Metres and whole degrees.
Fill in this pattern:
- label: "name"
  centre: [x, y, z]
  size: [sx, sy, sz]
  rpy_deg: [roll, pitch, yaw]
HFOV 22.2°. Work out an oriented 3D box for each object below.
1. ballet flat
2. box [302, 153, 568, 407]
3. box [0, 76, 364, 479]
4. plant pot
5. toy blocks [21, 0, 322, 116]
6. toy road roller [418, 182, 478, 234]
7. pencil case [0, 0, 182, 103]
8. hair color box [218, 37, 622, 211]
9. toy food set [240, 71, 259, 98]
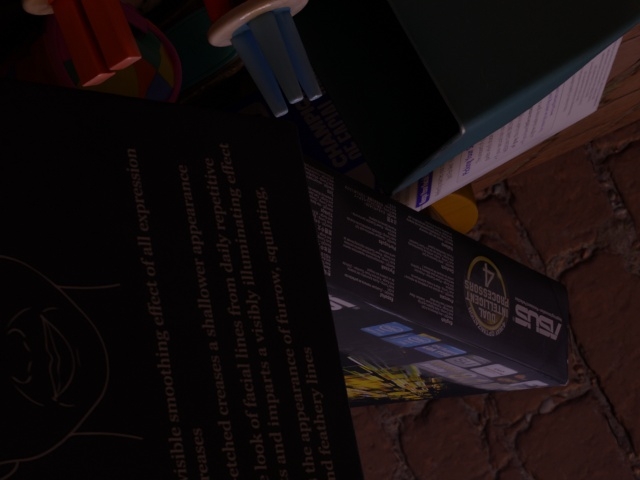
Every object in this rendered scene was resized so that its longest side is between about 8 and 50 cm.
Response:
- label: "ballet flat"
  centre: [-0.122, -0.104, 1.093]
  size: [0.206, 0.073, 0.067]
  rpy_deg: [-23, -170, 21]
- label: "box"
  centre: [-0.044, 0.045, 1.232]
  size: [0.318, 0.097, 0.395]
  rpy_deg: [-13, 157, 35]
- label: "box"
  centre: [-0.197, 0.088, 0.814]
  size: [0.395, 0.294, 0.212]
  rpy_deg: [6, 155, -40]
- label: "plant pot"
  centre: [0.123, -0.168, 1.094]
  size: [0.234, 0.166, 0.165]
  rpy_deg: [-27, 175, -18]
- label: "toy blocks"
  centre: [-0.073, -0.115, 0.759]
  size: [0.123, 0.148, 0.054]
  rpy_deg: [-25, 174, -7]
- label: "toy road roller"
  centre: [0.000, 0.000, 1.669]
  size: [0.329, 0.241, 0.202]
  rpy_deg: [-18, 156, 16]
- label: "pencil case"
  centre: [-0.183, -0.067, 0.998]
  size: [0.104, 0.104, 0.236]
  rpy_deg: [-20, 174, -45]
- label: "hair color box"
  centre: [0.074, -0.103, 1.342]
  size: [0.338, 0.110, 0.185]
  rpy_deg: [-31, 163, -9]
- label: "toy food set"
  centre: [-0.138, -0.053, 1.488]
  size: [0.306, 0.092, 0.219]
  rpy_deg: [-29, 163, 18]
